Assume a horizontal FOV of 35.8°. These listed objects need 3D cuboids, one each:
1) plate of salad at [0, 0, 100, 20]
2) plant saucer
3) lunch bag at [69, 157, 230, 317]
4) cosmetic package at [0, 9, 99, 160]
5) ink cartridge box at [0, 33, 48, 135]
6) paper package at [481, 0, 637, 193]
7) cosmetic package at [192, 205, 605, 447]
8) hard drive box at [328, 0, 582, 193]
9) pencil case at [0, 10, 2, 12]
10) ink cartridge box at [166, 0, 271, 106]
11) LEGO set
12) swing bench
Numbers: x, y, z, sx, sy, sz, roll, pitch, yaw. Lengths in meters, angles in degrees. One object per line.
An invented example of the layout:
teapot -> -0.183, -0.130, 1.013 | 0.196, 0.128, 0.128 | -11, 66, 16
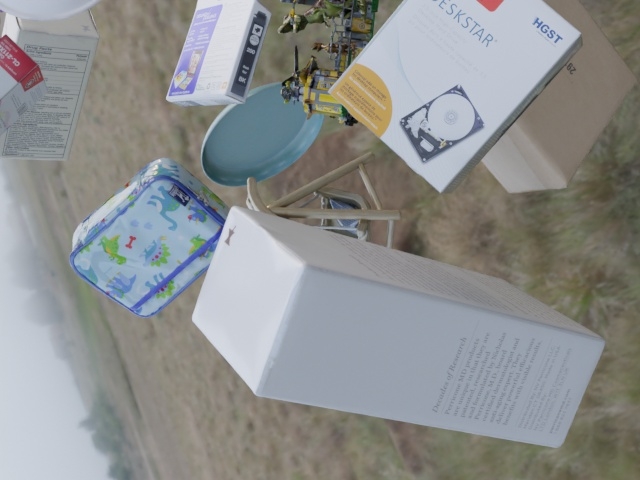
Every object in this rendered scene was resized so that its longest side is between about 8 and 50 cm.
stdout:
plate of salad -> -0.367, -0.377, 1.344 | 0.048, 0.199, 0.200 | 100, 147, -69
plant saucer -> -0.137, -0.249, 2.267 | 0.044, 0.317, 0.318 | 57, 160, 29
lunch bag -> -0.243, 0.000, 1.464 | 0.176, 0.219, 0.090 | 44, -164, -28
cosmetic package -> -0.532, -0.305, 1.881 | 0.296, 0.153, 0.129 | -62, 39, 37
ink cartridge box -> -0.504, -0.209, 1.491 | 0.072, 0.175, 0.127 | 44, 167, -1
paper package -> 0.368, -0.294, 1.786 | 0.325, 0.309, 0.168 | 47, 153, -19
cosmetic package -> 0.099, 0.111, 1.232 | 0.230, 0.453, 0.162 | 36, 108, 59
hard drive box -> 0.155, -0.198, 1.139 | 0.181, 0.232, 0.089 | 42, -168, 10
pencil case -> -0.565, -0.357, 1.464 | 0.206, 0.088, 0.086 | 36, 165, 20
ink cartridge box -> -0.159, -0.320, 1.599 | 0.206, 0.045, 0.208 | 8, 81, 55
LEGO set -> -0.021, -0.360, 1.630 | 0.255, 0.192, 0.332 | -55, -29, -63
swing bench -> 0.000, 0.000, 1.850 | 0.253, 0.254, 0.165 | 90, 163, -51
